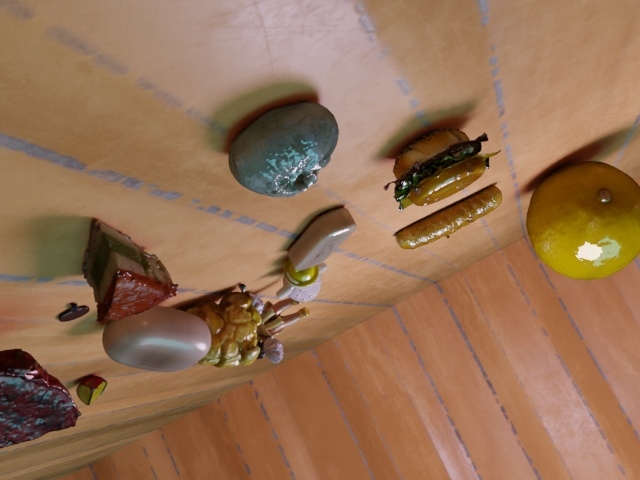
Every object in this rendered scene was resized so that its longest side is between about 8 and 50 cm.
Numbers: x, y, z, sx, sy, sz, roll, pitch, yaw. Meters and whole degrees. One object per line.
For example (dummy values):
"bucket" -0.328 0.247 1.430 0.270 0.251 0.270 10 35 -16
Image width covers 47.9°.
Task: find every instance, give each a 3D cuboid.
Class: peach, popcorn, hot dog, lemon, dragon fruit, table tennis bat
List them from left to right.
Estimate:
"dragon fruit" -0.503 0.188 0.990 0.316 0.152 0.205 -8 139 -31
"table tennis bat" -0.396 0.115 1.161 0.050 0.007 0.083 -20 167 -24
"peach" -0.539 0.346 1.683 0.077 0.050 0.083 -50 177 -2
"popcorn" -0.212 0.199 1.510 0.194 0.164 0.140 -24 177 -36
"hot dog" 0.322 -0.052 1.791 0.285 0.061 0.088 -29 156 4
"lemon" 0.729 -0.057 1.972 0.347 0.348 0.348 -25 167 -6

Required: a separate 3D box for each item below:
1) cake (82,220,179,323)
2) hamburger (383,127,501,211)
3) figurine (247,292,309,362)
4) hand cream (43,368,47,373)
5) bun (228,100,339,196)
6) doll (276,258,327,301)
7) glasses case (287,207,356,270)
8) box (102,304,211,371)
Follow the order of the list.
"cake" -0.283 0.052 0.959 0.116 0.086 0.220 -29 168 2
"hamburger" 0.196 -0.124 1.187 0.189 0.093 0.164 -14 164 -37
"figurine" -0.145 0.201 1.686 0.240 0.175 0.116 -25 -175 24
"hand cream" -0.582 0.276 1.405 0.102 0.022 0.035 -22 168 5
"bun" -0.038 -0.100 0.851 0.140 0.083 0.141 -25 164 -8
"doll" -0.042 0.082 1.557 0.129 0.081 0.207 -32 166 -7
"glasses case" 0.000 0.000 1.384 0.083 0.050 0.196 -17 164 -27
"box" -0.301 0.183 1.336 0.146 0.088 0.200 -35 142 31
